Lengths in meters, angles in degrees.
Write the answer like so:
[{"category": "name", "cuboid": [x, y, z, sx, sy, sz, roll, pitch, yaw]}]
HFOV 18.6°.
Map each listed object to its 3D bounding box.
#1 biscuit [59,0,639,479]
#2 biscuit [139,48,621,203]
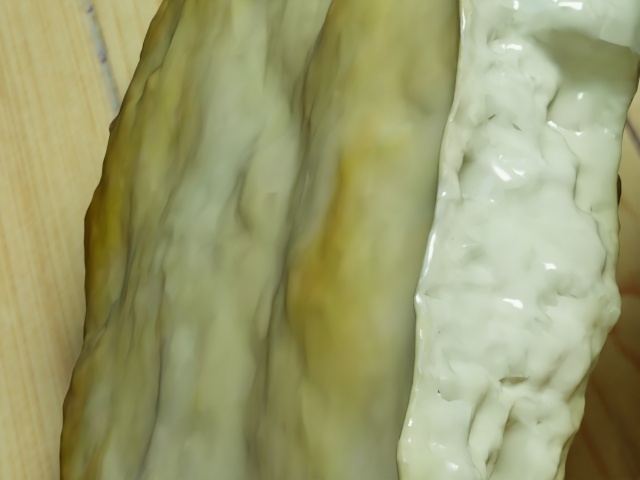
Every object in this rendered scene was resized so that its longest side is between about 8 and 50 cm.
[{"category": "biscuit", "cuboid": [0.001, 0.000, 0.794, 0.446, 0.104, 0.429, 141, 138, -56]}, {"category": "biscuit", "cuboid": [0.029, -0.081, 0.997, 0.183, 0.047, 0.320, -44, 47, 2]}]
